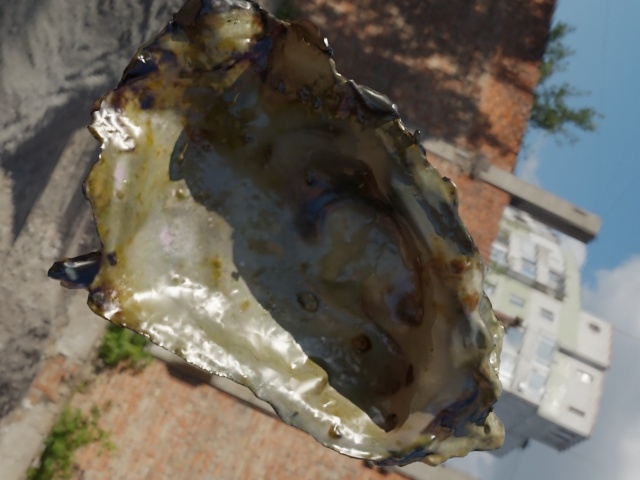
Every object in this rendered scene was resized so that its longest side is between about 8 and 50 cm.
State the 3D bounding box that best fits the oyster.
[{"bbox_3d":[0.011,0.004,0.678,0.221,0.361,0.096,-53,-162,13],"label":"oyster"}]
